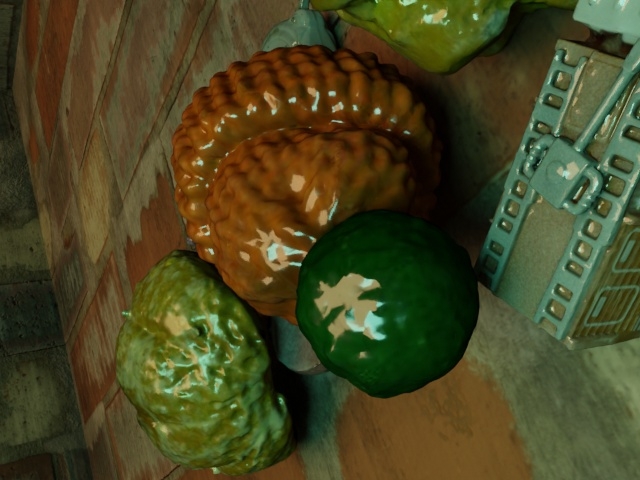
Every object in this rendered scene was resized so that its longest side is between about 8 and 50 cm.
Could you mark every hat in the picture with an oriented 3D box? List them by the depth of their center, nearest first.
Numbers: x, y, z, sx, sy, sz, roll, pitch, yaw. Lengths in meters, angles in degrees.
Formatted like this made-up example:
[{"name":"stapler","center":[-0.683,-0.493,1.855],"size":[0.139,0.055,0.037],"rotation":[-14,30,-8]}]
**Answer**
[{"name":"hat","center":[0.000,0.000,0.580],"size":[0.400,0.286,0.285],"rotation":[-99,26,-48]}]

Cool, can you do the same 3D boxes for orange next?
[{"name":"orange","center":[-0.172,0.199,0.897],"size":[0.271,0.211,0.368],"rotation":[14,127,55]}]

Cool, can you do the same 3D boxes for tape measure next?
[{"name":"tape measure","center":[-0.050,-0.305,0.852],"size":[0.164,0.084,0.330],"rotation":[-30,72,49]}]

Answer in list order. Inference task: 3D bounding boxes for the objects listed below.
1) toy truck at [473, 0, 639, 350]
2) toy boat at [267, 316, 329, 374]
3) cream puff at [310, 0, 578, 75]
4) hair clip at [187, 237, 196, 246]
[{"name":"toy truck","center":[0.222,-0.077,0.421],"size":[0.136,0.162,0.305],"rotation":[42,128,45]},{"name":"toy boat","center":[0.012,0.081,0.842],"size":[0.155,0.085,0.227],"rotation":[38,114,36]},{"name":"cream puff","center":[0.088,-0.314,0.492],"size":[0.323,0.275,0.270],"rotation":[68,152,17]},{"name":"hair clip","center":[-0.149,0.011,1.011],"size":[0.090,0.137,0.278],"rotation":[-50,62,30]}]
